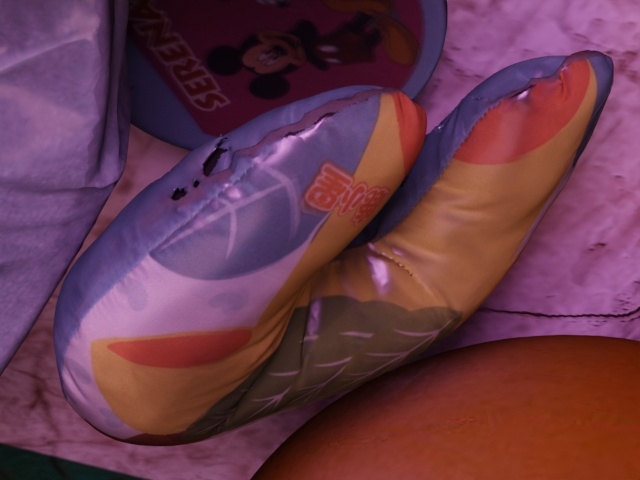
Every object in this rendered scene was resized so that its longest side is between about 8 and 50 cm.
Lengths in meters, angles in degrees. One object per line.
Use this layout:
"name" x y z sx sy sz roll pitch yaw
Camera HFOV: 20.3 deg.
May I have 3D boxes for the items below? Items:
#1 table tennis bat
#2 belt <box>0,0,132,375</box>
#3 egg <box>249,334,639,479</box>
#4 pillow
"table tennis bat" -0.068 -0.079 0.719 0.244 0.040 0.153 -14 136 21
"belt" -0.202 -0.056 0.642 0.260 0.122 0.325 19 127 -25
"egg" 0.110 0.186 0.856 0.351 0.283 0.282 -6 144 24
"pillow" 0.000 0.000 0.704 0.233 0.086 0.214 -10 150 -45
